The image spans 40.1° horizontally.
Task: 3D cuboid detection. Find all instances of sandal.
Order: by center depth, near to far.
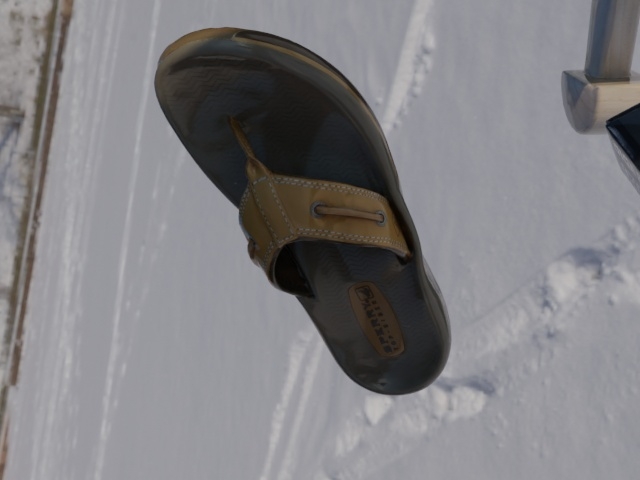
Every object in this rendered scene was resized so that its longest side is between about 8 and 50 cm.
[{"bbox_3d":[0.000,0.000,0.336,0.180,0.072,0.049,61,-154,-25],"label":"sandal"}]

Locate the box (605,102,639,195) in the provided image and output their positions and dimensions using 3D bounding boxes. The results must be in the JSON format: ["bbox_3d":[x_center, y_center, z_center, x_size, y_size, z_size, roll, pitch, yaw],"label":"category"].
[{"bbox_3d":[0.301,-0.039,0.532,0.175,0.051,0.220,-27,40,11],"label":"box"}]

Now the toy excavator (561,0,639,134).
[{"bbox_3d":[0.324,-0.344,0.809,0.445,0.222,0.433,96,170,-85],"label":"toy excavator"}]
